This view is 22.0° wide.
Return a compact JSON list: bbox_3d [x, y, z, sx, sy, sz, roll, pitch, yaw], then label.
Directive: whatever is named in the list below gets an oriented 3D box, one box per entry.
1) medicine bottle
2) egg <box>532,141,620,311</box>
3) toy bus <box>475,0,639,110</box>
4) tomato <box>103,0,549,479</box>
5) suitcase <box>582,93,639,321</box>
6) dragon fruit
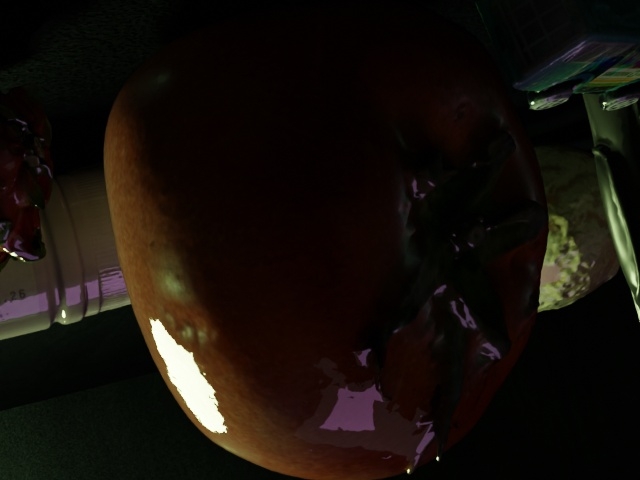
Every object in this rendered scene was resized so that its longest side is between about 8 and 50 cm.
[{"bbox_3d":[-0.283,0.021,1.391,0.249,0.133,0.133,-12,171,-17],"label":"medicine bottle"},{"bbox_3d":[0.256,-0.014,1.970,0.245,0.203,0.203,-17,172,3],"label":"egg"},{"bbox_3d":[0.222,-0.161,1.298,0.109,0.091,0.261,-30,167,35],"label":"toy bus"},{"bbox_3d":[0.000,0.000,1.142,0.272,0.342,0.341,-4,-179,38],"label":"tomato"},{"bbox_3d":[0.405,-0.045,1.535,0.339,0.345,0.188,-9,175,-41],"label":"suitcase"},{"bbox_3d":[-0.255,-0.031,1.076,0.135,0.137,0.236,6,161,-28],"label":"dragon fruit"}]
